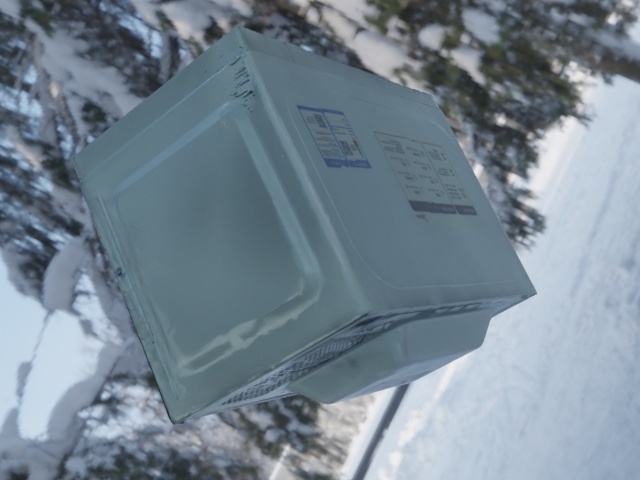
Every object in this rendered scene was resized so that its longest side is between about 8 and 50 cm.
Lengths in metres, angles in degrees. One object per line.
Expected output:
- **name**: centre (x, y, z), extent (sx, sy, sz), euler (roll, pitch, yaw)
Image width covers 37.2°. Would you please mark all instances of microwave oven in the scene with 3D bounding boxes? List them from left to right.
- **microwave oven**: centre (0.000, 0.000, 0.497), extent (0.122, 0.162, 0.208), euler (-32, -17, 27)
